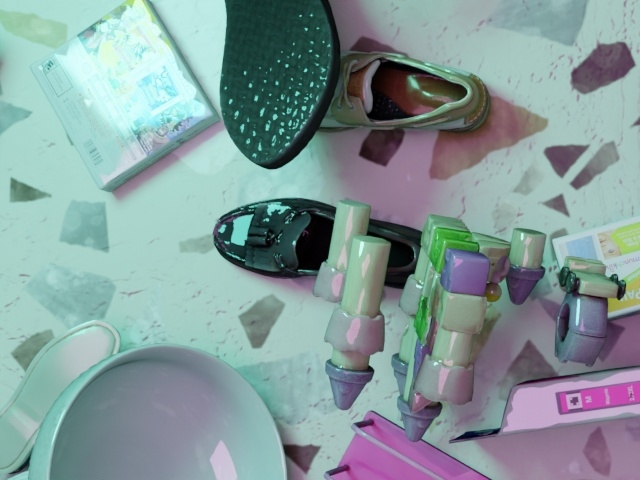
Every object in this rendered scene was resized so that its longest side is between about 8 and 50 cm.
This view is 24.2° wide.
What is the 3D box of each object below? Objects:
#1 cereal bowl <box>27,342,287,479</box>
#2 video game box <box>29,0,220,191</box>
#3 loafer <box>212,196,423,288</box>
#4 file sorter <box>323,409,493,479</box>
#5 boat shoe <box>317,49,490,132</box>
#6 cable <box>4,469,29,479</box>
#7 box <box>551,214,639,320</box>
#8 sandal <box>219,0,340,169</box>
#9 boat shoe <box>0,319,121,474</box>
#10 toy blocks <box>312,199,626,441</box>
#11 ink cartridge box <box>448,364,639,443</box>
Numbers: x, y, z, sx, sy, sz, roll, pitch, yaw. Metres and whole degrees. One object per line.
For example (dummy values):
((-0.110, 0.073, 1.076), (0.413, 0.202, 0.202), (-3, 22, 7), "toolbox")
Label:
((-0.216, 0.302, 1.851), (0.141, 0.339, 0.339), (-19, 78, 51), "cereal bowl")
((-0.264, -0.200, 2.012), (0.187, 0.048, 0.205), (-33, 79, 10), "video game box")
((0.000, 0.000, 1.909), (0.302, 0.095, 0.109), (8, 86, 13), "loafer")
((0.062, 0.384, 1.816), (0.202, 0.182, 0.291), (29, 92, 13), "file sorter")
((0.062, -0.196, 1.909), (0.302, 0.103, 0.113), (2, 85, 13), "boat shoe")
((-0.351, 0.425, 1.954), (0.257, 0.089, 0.257), (-14, 83, 12), "cable")
((0.396, 0.028, 1.813), (0.203, 0.103, 0.114), (-17, 82, 10), "box")
((-0.041, -0.272, 1.886), (0.167, 0.107, 0.446), (-26, 51, 26), "sandal")
((-0.348, 0.207, 1.978), (0.095, 0.079, 0.254), (37, 96, 11), "boat shoe")
((0.146, 0.121, 1.712), (0.308, 0.288, 0.260), (9, 100, -5), "toy blocks")
((0.340, 0.185, 1.774), (0.370, 0.176, 0.069), (-12, 84, 11), "ink cartridge box")
